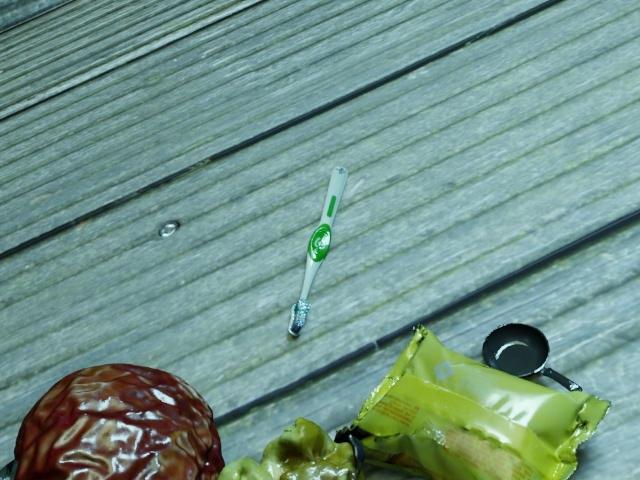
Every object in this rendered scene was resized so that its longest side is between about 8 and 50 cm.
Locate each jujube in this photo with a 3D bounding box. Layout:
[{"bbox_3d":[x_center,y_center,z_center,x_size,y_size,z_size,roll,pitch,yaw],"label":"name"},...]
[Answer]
[{"bbox_3d":[-0.188,0.230,0.629,0.213,0.212,0.232,-18,43,5],"label":"jujube"}]

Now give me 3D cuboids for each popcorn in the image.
[{"bbox_3d":[-0.010,0.259,0.539,0.174,0.195,0.168,-9,37,7],"label":"popcorn"}]

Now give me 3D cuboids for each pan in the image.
[{"bbox_3d":[0.220,0.129,0.694,0.068,0.023,0.115,-37,42,-15],"label":"pan"}]

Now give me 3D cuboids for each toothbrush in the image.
[{"bbox_3d":[-0.001,0.001,0.911,0.030,0.030,0.303,-3,45,20],"label":"toothbrush"}]

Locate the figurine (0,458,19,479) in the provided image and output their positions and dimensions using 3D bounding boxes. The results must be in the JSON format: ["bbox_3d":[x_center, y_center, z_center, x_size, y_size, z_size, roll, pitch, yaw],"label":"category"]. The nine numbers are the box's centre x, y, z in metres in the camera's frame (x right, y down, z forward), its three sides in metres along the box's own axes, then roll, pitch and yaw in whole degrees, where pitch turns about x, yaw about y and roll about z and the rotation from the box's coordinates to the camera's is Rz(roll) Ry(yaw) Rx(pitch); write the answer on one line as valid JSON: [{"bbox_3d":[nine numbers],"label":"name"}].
[{"bbox_3d":[-0.325,0.305,0.683,0.147,0.126,0.192,-7,55,39],"label":"figurine"}]

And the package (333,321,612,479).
[{"bbox_3d":[0.138,0.178,0.635,0.226,0.090,0.168,19,60,38],"label":"package"}]
